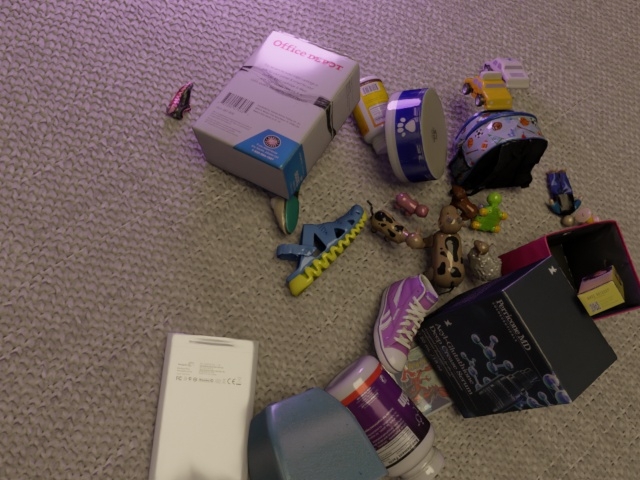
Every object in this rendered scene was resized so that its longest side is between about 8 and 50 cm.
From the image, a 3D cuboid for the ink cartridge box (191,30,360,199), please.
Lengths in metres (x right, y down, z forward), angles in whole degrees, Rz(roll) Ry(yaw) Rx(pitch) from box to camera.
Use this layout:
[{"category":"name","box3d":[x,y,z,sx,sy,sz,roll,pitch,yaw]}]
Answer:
[{"category":"ink cartridge box","box3d":[-0.106,-0.349,1.631,0.286,0.166,0.394,27,68,18]}]

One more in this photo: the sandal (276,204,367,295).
[{"category":"sandal","box3d":[0.000,0.000,1.637,0.138,0.126,0.317,45,67,4]}]

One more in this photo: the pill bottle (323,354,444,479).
[{"category":"pill bottle","box3d":[0.162,0.462,1.518,0.181,0.181,0.323,-40,88,-21]}]

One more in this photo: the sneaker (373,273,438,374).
[{"category":"sneaker","box3d":[0.230,0.204,1.568,0.102,0.161,0.282,35,44,-28]}]

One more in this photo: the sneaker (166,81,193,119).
[{"category":"sneaker","box3d":[-0.384,-0.390,1.684,0.057,0.047,0.119,36,68,-27]}]

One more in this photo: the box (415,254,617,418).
[{"category":"box","box3d":[0.473,0.259,1.531,0.212,0.395,0.293,-27,83,-32]}]

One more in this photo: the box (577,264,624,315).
[{"category":"box","box3d":[0.686,0.118,1.463,0.058,0.087,0.232,62,25,6]}]

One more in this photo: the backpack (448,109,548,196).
[{"category":"backpack","box3d":[0.532,-0.271,1.778,0.277,0.263,0.213,-11,72,-17]}]

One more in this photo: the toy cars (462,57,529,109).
[{"category":"toy cars","box3d":[0.548,-0.505,1.845,0.177,0.087,0.394,21,38,22]}]

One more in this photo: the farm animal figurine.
[{"category":"farm animal figurine","box3d":[0.325,-0.007,1.680,0.331,0.172,0.326,-17,86,-9]}]

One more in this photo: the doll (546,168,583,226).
[{"category":"doll","box3d":[0.786,-0.137,1.928,0.129,0.046,0.188,-2,75,-15]}]

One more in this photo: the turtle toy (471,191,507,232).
[{"category":"turtle toy","box3d":[0.509,-0.083,1.809,0.095,0.130,0.066,11,33,-17]}]

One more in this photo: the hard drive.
[{"category":"hard drive","box3d":[-0.283,0.416,1.481,0.233,0.047,0.352,8,72,-14]}]

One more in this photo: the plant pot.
[{"category":"plant pot","box3d":[-0.039,0.498,1.414,0.248,0.247,0.252,-13,67,-30]}]

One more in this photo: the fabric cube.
[{"category":"fabric cube","box3d":[0.709,0.112,1.725,0.254,0.258,0.258,-11,78,-17]}]

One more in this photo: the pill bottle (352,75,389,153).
[{"category":"pill bottle","box3d":[0.163,-0.370,1.783,0.117,0.117,0.214,-19,81,-19]}]

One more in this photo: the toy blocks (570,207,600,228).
[{"category":"toy blocks","box3d":[0.857,-0.018,1.904,0.148,0.054,0.123,30,85,-31]}]

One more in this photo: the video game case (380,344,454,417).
[{"category":"video game case","box3d":[0.281,0.388,1.656,0.201,0.023,0.183,-21,82,-20]}]

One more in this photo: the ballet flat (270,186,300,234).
[{"category":"ballet flat","box3d":[-0.097,-0.129,1.669,0.086,0.086,0.248,15,68,-11]}]

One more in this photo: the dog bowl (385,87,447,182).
[{"category":"dog bowl","box3d":[0.279,-0.299,1.717,0.104,0.265,0.264,-2,71,27]}]
